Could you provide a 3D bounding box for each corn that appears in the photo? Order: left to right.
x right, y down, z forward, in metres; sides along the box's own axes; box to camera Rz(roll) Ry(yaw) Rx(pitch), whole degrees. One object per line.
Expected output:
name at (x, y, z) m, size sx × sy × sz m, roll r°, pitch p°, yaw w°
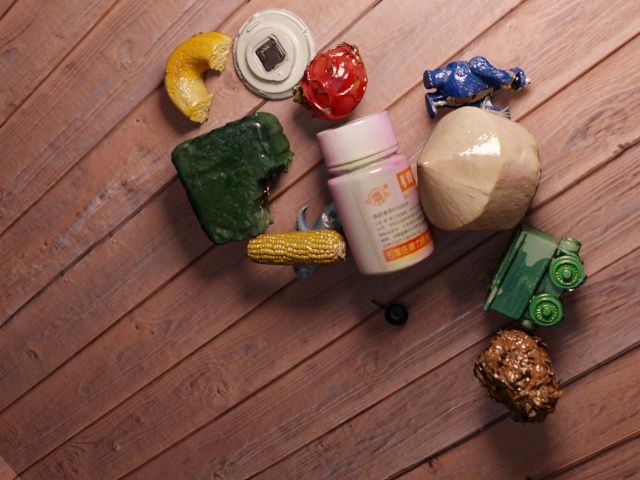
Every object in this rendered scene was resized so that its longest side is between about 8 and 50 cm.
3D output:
corn at (-0.066, 0.020, 1.804) m, size 0.293 × 0.106 × 0.106 m, roll 1°, pitch 106°, yaw 23°

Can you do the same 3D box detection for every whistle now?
whistle at (0.000, 0.000, 1.866) m, size 0.180 × 0.093 × 0.269 m, roll 30°, pitch 110°, yaw 10°

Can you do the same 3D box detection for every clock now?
clock at (-0.129, -0.494, 1.775) m, size 0.236 × 0.053 × 0.237 m, roll 4°, pitch 106°, yaw 14°

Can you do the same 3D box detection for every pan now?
pan at (0.197, 0.196, 1.906) m, size 0.115 × 0.023 × 0.068 m, roll 32°, pitch 112°, yaw 1°

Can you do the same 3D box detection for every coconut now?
coconut at (0.358, -0.160, 1.599) m, size 0.328 × 0.329 × 0.329 m, roll 4°, pitch 107°, yaw 14°

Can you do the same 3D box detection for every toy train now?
toy train at (0.553, 0.098, 1.717) m, size 0.201 × 0.145 × 0.266 m, roll 24°, pitch 108°, yaw 10°

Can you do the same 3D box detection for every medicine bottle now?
medicine bottle at (0.140, -0.121, 1.726) m, size 0.219 × 0.219 × 0.388 m, roll -17°, pitch 100°, yaw 19°

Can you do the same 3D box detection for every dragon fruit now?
dragon fruit at (0.031, -0.395, 1.698) m, size 0.172 × 0.172 × 0.209 m, roll 49°, pitch 123°, yaw -3°

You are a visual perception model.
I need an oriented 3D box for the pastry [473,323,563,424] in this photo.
pastry at (0.506, 0.353, 1.741) m, size 0.192 × 0.275 × 0.275 m, roll -14°, pitch 103°, yaw 0°

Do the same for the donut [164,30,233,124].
donut at (-0.355, -0.459, 1.830) m, size 0.152 × 0.101 × 0.259 m, roll 28°, pitch 115°, yaw 12°

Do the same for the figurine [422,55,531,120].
figurine at (0.378, -0.385, 1.643) m, size 0.262 × 0.121 × 0.164 m, roll 2°, pitch 135°, yaw -8°

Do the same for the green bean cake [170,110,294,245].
green bean cake at (-0.214, -0.170, 1.835) m, size 0.300 × 0.169 × 0.308 m, roll -16°, pitch 102°, yaw 21°
